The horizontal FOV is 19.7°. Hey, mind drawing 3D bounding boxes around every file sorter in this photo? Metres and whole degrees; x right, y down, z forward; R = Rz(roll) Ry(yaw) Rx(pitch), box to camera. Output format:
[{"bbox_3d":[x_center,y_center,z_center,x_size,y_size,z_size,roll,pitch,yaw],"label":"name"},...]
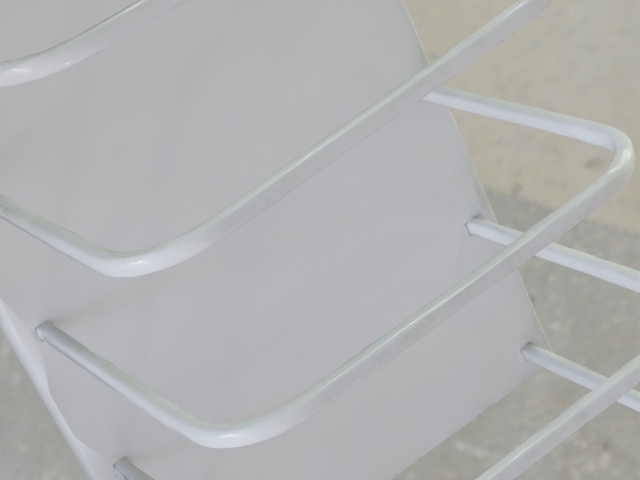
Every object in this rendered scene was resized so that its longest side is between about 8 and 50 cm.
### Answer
[{"bbox_3d":[0.000,0.000,0.630,0.193,0.173,0.277,-34,115,-18],"label":"file sorter"}]
